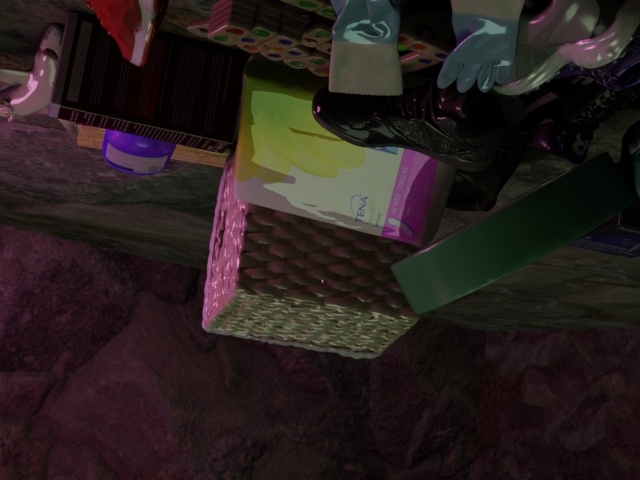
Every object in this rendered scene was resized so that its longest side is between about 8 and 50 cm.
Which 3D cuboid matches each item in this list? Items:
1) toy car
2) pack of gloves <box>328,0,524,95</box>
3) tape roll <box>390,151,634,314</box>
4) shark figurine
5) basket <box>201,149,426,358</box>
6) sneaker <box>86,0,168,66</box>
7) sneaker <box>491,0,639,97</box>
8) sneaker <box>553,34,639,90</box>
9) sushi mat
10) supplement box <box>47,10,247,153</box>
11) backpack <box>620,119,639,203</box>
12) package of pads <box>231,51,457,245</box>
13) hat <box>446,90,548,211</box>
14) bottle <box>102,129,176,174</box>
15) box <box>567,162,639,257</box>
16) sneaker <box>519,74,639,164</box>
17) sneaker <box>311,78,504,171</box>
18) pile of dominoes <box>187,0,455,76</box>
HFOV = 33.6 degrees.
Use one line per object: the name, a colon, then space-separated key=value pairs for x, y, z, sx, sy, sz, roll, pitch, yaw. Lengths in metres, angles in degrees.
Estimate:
toy car: x=0.071 y=-0.246 z=1.178 sx=0.225 sy=0.053 sz=0.239 roll=12 pitch=169 yaw=-25
pack of gloves: x=0.103 y=-0.227 z=1.068 sx=0.195 sy=0.046 sz=0.232 roll=5 pitch=153 yaw=5
tape roll: x=0.250 y=-0.009 z=1.400 sx=0.321 sy=0.077 sz=0.321 roll=-29 pitch=177 yaw=-1
shark figurine: x=-0.432 y=-0.230 z=1.530 sx=0.278 sy=0.116 sz=0.166 roll=-7 pitch=130 yaw=27
basket: x=0.000 y=0.000 z=1.756 sx=0.331 sy=0.328 sz=0.266 roll=11 pitch=163 yaw=-13
sneaker: x=-0.239 y=-0.281 z=1.195 sx=0.128 sy=0.087 sz=0.221 roll=18 pitch=156 yaw=-8
sneaker: x=0.231 y=-0.226 z=1.104 sx=0.108 sy=0.100 sz=0.271 roll=37 pitch=166 yaw=-12
sneaker: x=0.317 y=-0.200 z=1.188 sx=0.170 sy=0.071 sz=0.068 roll=-1 pitch=166 yaw=43
sushi mat: x=-0.291 y=-0.171 z=1.925 sx=0.317 sy=0.019 sz=0.151 roll=8 pitch=168 yaw=-6
supplement box: x=-0.227 y=-0.206 z=1.400 sx=0.240 sy=0.130 sz=0.073 roll=12 pitch=169 yaw=-15
backpack: x=0.515 y=-0.095 z=1.217 sx=0.290 sy=0.273 sz=0.355 roll=15 pitch=158 yaw=5
package of pads: x=0.036 y=-0.123 z=1.407 sx=0.297 sy=0.101 sz=0.229 roll=15 pitch=136 yaw=2
hat: x=0.213 y=-0.116 z=1.544 sx=0.331 sy=0.133 sz=0.331 roll=7 pitch=169 yaw=1
bottle: x=-0.286 y=-0.176 z=1.699 sx=0.118 sy=0.092 sz=0.283 roll=10 pitch=169 yaw=-12
box: x=0.509 y=-0.047 z=1.751 sx=0.153 sy=0.108 sz=0.207 roll=11 pitch=169 yaw=-13
sneaker: x=0.335 y=-0.154 z=1.278 sx=0.079 sy=0.121 sz=0.217 roll=14 pitch=168 yaw=-34
sneaker: x=0.106 y=-0.157 z=1.223 sx=0.228 sy=0.087 sz=0.130 roll=16 pitch=153 yaw=1
pile of dominoes: x=-0.005 y=-0.208 z=1.174 sx=0.251 sy=0.040 sz=0.196 roll=14 pitch=168 yaw=-30
